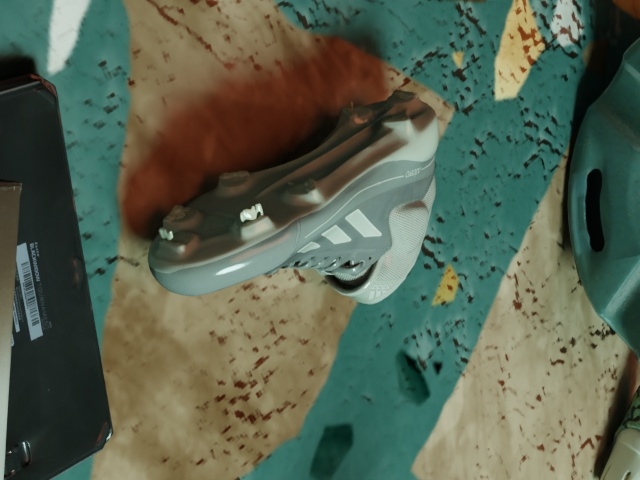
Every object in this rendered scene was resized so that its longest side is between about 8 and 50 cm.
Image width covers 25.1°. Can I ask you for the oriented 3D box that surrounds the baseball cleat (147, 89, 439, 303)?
[{"bbox_3d":[0.000,0.000,0.740,0.206,0.072,0.109,-32,126,-37],"label":"baseball cleat"}]

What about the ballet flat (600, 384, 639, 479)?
[{"bbox_3d":[0.233,0.197,1.047,0.070,0.070,0.189,-10,100,-48],"label":"ballet flat"}]

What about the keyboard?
[{"bbox_3d":[-0.144,0.027,0.617,0.108,0.023,0.180,-27,115,-51],"label":"keyboard"}]

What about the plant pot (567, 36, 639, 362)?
[{"bbox_3d":[0.370,-0.023,0.992,0.334,0.341,0.341,5,92,-41],"label":"plant pot"}]

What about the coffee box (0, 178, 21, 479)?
[{"bbox_3d":[-0.196,0.096,0.506,0.141,0.098,0.247,-2,98,-51],"label":"coffee box"}]
